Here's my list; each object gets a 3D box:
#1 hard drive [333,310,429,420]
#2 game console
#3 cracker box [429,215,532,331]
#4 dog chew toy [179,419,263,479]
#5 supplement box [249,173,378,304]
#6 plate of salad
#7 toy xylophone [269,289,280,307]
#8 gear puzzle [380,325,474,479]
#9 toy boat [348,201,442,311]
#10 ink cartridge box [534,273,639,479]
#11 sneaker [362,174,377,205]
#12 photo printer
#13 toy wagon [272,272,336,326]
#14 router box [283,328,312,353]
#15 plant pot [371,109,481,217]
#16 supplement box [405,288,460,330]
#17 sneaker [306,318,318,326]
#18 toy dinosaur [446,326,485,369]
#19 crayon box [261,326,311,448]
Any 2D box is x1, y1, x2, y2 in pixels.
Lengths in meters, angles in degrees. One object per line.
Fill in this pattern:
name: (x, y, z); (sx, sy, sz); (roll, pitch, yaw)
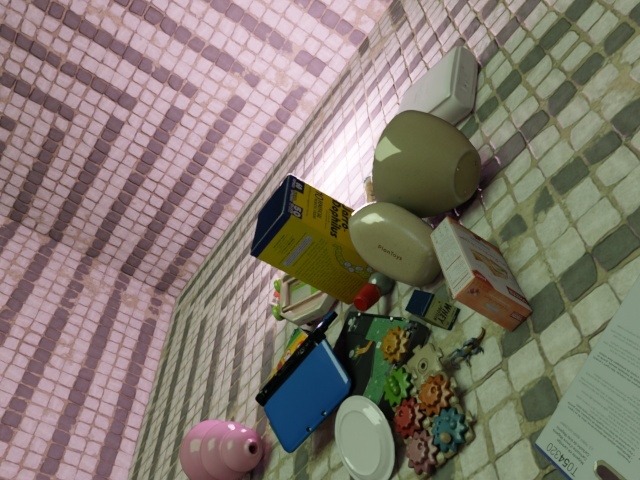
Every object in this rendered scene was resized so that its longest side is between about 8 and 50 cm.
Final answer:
hard drive: (0.124, 0.303, 1.585); (0.237, 0.064, 0.339); (-66, 19, -13)
game console: (-0.023, 0.373, 1.689); (0.293, 0.173, 0.250); (-50, -6, 23)
cracker box: (0.322, 0.063, 1.287); (0.067, 0.155, 0.232); (-51, 22, 25)
dog chew toy: (-0.297, 0.659, 1.962); (0.331, 0.206, 0.207); (-25, 40, 46)
supplement box: (0.000, 0.000, 1.865); (0.195, 0.356, 0.194); (-48, 23, 35)
plate of salad: (0.102, 0.445, 1.400); (0.199, 0.048, 0.200); (1, 91, 53)
toy xylophone: (-0.084, 0.122, 2.321); (0.236, 0.081, 0.323); (-14, 50, 65)
gear puzzle: (0.196, 0.306, 1.316); (0.175, 0.044, 0.339); (-49, 36, 25)
toy boat: (0.177, 0.044, 1.624); (0.148, 0.267, 0.318); (-38, -23, -48)
ink cartridge box: (0.473, 0.229, 0.822); (0.330, 0.071, 0.324); (-62, 20, 7)
sneaker: (0.173, -0.123, 1.971); (0.191, 0.071, 0.083); (83, 179, -48)
photo printer: (0.347, -0.426, 1.967); (0.307, 0.107, 0.256); (-36, 31, 49)
toy wagon: (-0.037, 0.121, 2.106); (0.267, 0.068, 0.344); (-28, 38, 23)
router box: (-0.077, 0.351, 2.052); (0.092, 0.038, 0.122); (-15, 49, 63)
plant pot: (0.291, -0.181, 1.592); (0.191, 0.284, 0.284); (16, 76, 42)
supplement box: (0.254, 0.158, 1.431); (0.056, 0.083, 0.083); (-63, 20, -7)
sneaker: (-0.035, 0.241, 2.101); (0.119, 0.047, 0.057); (-93, 25, -58)
toy dinosaur: (0.304, 0.233, 1.305); (0.090, 0.047, 0.082); (-34, -9, -36)
crayon box: (-0.085, 0.439, 1.890); (0.319, 0.081, 0.202); (-62, 20, -2)
